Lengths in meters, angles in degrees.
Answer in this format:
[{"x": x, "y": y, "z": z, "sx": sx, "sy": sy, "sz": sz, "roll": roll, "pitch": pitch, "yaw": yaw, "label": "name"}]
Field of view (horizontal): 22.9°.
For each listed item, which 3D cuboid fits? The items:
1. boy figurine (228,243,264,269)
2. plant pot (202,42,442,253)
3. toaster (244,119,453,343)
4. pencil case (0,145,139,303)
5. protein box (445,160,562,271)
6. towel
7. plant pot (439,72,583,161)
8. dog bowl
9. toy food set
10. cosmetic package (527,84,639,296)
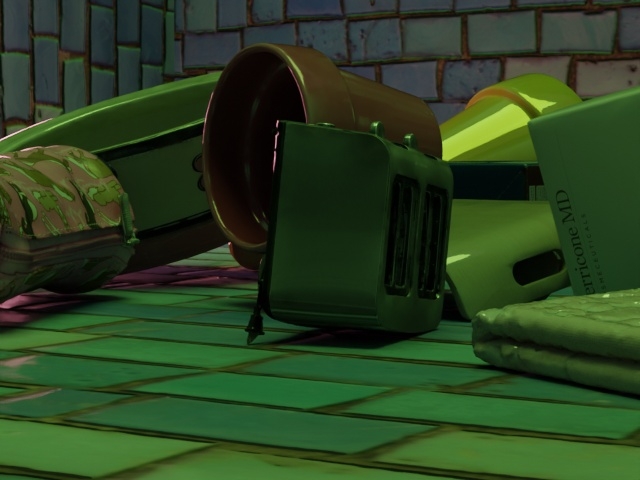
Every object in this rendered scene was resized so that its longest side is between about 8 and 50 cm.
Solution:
[{"x": 0.013, "y": -0.018, "z": 2.001, "sx": 0.285, "sy": 0.092, "sz": 0.177, "roll": -7, "pitch": -4, "yaw": -20, "label": "boy figurine"}, {"x": 0.009, "y": -0.084, "z": 1.525, "sx": 0.180, "sy": 0.201, "sz": 0.201, "roll": 2, "pitch": 2, "yaw": -34, "label": "plant pot"}, {"x": 0.028, "y": -0.002, "z": 1.288, "sx": 0.110, "sy": 0.186, "sz": 0.168, "roll": 4, "pitch": -3, "yaw": 24, "label": "toaster"}, {"x": -0.297, "y": -0.009, "z": 1.455, "sx": 0.167, "sy": 0.160, "sz": 0.386, "roll": -31, "pitch": -3, "yaw": 12, "label": "pencil case"}, {"x": 0.218, "y": -0.028, "z": 1.905, "sx": 0.199, "sy": 0.136, "sz": 0.201, "roll": 3, "pitch": 4, "yaw": 39, "label": "protein box"}, {"x": 0.323, "y": 0.067, "z": 1.066, "sx": 0.331, "sy": 0.053, "sz": 0.317, "roll": -1, "pitch": 3, "yaw": -31, "label": "towel"}, {"x": 0.243, "y": -0.092, "z": 2.260, "sx": 0.239, "sy": 0.254, "sz": 0.254, "roll": -18, "pitch": 12, "yaw": -29, "label": "plant pot"}, {"x": -0.201, "y": -0.080, "z": 1.865, "sx": 0.407, "sy": 0.150, "sz": 0.408, "roll": -15, "pitch": 14, "yaw": 4, "label": "dog bowl"}, {"x": 0.111, "y": 0.027, "z": 1.568, "sx": 0.219, "sy": 0.092, "sz": 0.306, "roll": -18, "pitch": 13, "yaw": -39, "label": "toy food set"}, {"x": 0.383, "y": -0.063, "z": 1.336, "sx": 0.365, "sy": 0.197, "sz": 0.155, "roll": -15, "pitch": 3, "yaw": 40, "label": "cosmetic package"}]
